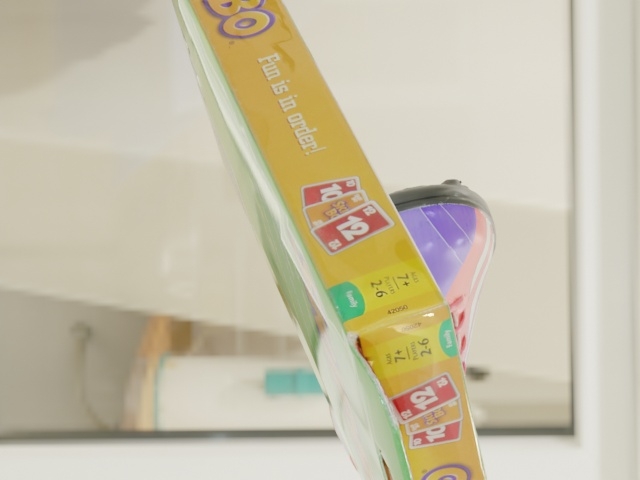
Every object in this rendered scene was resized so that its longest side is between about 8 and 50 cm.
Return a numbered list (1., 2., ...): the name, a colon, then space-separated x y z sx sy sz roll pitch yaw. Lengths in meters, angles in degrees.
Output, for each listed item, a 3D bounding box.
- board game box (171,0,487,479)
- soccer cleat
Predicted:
1. board game box: 0.000 0.000 0.569 0.259 0.039 0.124 -112 -175 -48
2. soccer cleat: 0.058 0.070 1.138 0.318 0.108 0.116 98 -17 -63
